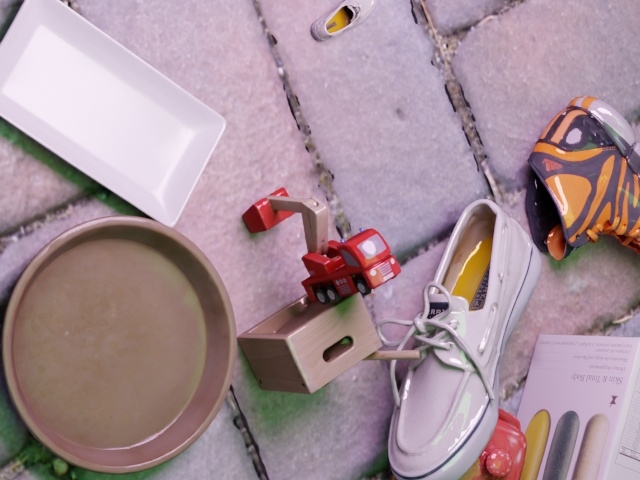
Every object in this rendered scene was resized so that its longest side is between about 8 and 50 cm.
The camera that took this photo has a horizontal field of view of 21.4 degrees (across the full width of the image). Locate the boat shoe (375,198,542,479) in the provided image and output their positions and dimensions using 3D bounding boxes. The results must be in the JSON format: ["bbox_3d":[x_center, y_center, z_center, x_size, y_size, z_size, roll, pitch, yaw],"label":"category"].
[{"bbox_3d":[0.149,0.105,1.968,0.156,0.136,0.367,50,56,-40],"label":"boat shoe"}]

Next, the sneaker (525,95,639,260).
[{"bbox_3d":[0.376,-0.015,2.169,0.321,0.124,0.180,46,70,-11],"label":"sneaker"}]

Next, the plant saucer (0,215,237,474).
[{"bbox_3d":[-0.219,0.112,1.828,0.278,0.041,0.278,1,89,-32],"label":"plant saucer"}]

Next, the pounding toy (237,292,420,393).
[{"bbox_3d":[0.010,0.120,1.917,0.141,0.130,0.100,-31,105,-29],"label":"pounding toy"}]

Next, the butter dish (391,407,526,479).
[{"bbox_3d":[0.185,0.264,2.024,0.160,0.118,0.160,25,75,-25],"label":"butter dish"}]

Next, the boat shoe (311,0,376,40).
[{"bbox_3d":[0.034,-0.268,2.000,0.100,0.035,0.035,-34,105,-28],"label":"boat shoe"}]

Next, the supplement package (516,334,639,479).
[{"bbox_3d":[0.367,0.271,2.093,0.198,0.199,0.263,24,76,-29],"label":"supplement package"}]

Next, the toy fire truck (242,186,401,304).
[{"bbox_3d":[0.000,0.000,1.872,0.047,0.192,0.135,-31,98,-30],"label":"toy fire truck"}]

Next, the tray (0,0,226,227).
[{"bbox_3d":[-0.238,-0.141,1.831,0.270,0.030,0.145,35,72,-26],"label":"tray"}]
